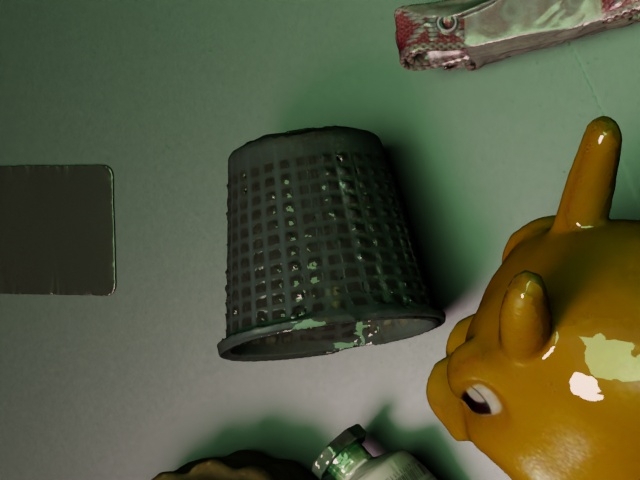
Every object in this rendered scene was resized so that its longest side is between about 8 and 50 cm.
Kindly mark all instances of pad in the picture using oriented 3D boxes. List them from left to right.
[{"bbox_3d":[-0.246,-0.009,1.572,0.157,0.003,0.112,1,94,20],"label":"pad"}]

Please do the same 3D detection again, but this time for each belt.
[{"bbox_3d":[0.171,-0.170,1.370,0.232,0.071,0.053,-12,84,18],"label":"belt"}]

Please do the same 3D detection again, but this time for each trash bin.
[{"bbox_3d":[0.000,0.000,1.405,0.175,0.175,0.161,-11,80,21],"label":"trash bin"}]

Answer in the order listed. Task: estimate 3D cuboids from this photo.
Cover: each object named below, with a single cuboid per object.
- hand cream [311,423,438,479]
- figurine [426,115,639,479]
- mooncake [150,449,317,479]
[{"bbox_3d":[0.123,0.278,1.400,0.336,0.121,0.076,46,126,14],"label":"hand cream"},{"bbox_3d":[0.287,0.112,1.243,0.387,0.268,0.401,32,116,2],"label":"figurine"},{"bbox_3d":[-0.073,0.282,1.468,0.228,0.124,0.228,1,94,20],"label":"mooncake"}]
